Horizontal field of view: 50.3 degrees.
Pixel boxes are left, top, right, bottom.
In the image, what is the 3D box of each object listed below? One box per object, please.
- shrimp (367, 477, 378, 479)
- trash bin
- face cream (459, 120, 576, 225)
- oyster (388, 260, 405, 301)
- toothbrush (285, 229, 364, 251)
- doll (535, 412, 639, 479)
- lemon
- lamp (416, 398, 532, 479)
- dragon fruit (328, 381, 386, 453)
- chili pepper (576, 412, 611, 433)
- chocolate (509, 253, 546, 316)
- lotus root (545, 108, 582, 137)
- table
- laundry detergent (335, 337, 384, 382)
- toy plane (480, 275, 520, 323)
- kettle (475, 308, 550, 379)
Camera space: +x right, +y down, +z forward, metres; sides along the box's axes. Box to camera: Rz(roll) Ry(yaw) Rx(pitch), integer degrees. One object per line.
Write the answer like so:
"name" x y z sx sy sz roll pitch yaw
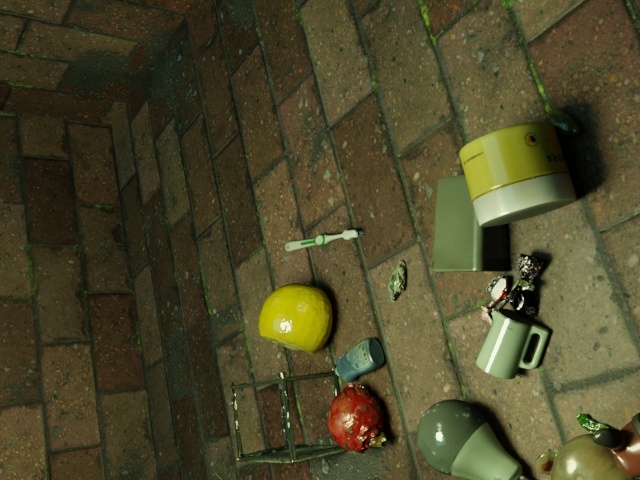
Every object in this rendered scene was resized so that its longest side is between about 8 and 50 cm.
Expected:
"shrimp" 0.197 0.807 1.955 0.267 0.061 0.145 59 141 33
"trash bin" 0.373 -0.040 1.711 0.164 0.122 0.240 -5 82 53
"face cream" 0.439 -0.146 1.529 0.218 0.218 0.179 -24 77 50
"oyster" 0.223 0.122 1.978 0.100 0.037 0.098 114 161 -57
"toothbrush" -0.004 0.000 2.264 0.418 0.040 0.042 -11 82 52
"doll" 0.604 0.439 1.344 0.330 0.235 0.174 -43 12 33
"lemon" -0.072 0.240 2.195 0.240 0.240 0.219 4 71 53
"lamp" 0.373 0.534 1.668 0.314 0.182 0.182 48 127 20
"dragon fruit" 0.105 0.527 2.001 0.172 0.172 0.209 -59 36 32
"chili pepper" 0.597 0.405 1.475 0.030 0.034 0.091 -52 39 -8
"chocolate" 0.485 0.106 1.597 0.070 0.072 0.147 8 -91 -84
"lotus root" 0.550 -0.261 1.539 0.049 0.054 0.099 -56 46 18
"table" -0.112 0.569 2.235 0.335 0.222 0.272 -22 73 50
"laundry detergent" 0.109 0.373 2.083 0.206 0.061 0.096 -40 60 45
"toy plane" 0.438 0.139 1.685 0.060 0.037 0.145 44 119 32
"kettle" 0.449 0.249 1.617 0.127 0.098 0.148 38 114 53
